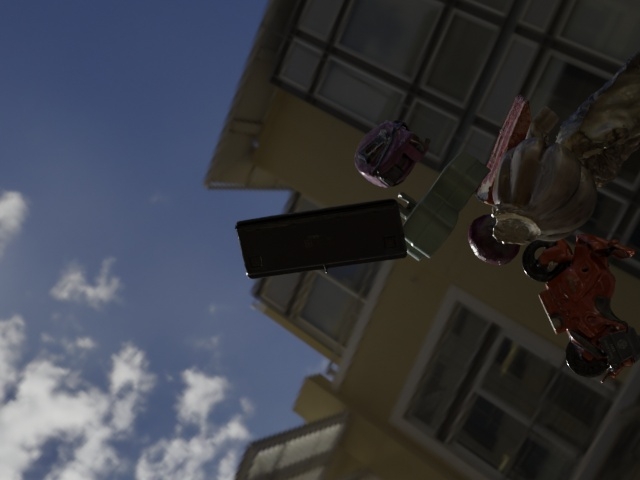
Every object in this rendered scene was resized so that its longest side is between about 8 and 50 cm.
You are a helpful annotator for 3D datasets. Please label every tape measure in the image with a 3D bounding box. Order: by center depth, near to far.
[{"bbox_3d":[0.123,-0.159,1.724,0.074,0.118,0.125,37,-88,-36],"label":"tape measure"}]

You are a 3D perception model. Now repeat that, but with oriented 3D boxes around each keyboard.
[{"bbox_3d":[0.000,0.000,1.308,0.025,0.230,0.093,-64,-36,-68],"label":"keyboard"}]

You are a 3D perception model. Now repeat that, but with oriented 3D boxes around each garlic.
[{"bbox_3d":[0.290,-0.084,1.221,0.131,0.127,0.194,61,-142,-43],"label":"garlic"}]

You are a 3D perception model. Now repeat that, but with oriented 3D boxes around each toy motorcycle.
[{"bbox_3d":[0.572,0.120,1.986,0.221,0.325,0.148,-24,-17,9],"label":"toy motorcycle"}]

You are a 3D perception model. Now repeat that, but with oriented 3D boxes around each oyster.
[{"bbox_3d":[0.498,-0.221,1.561,0.341,0.110,0.166,-41,-17,10],"label":"oyster"}]

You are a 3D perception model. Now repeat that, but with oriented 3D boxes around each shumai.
[{"bbox_3d":[0.662,-0.222,2.221,0.185,0.183,0.218,-16,-3,8],"label":"shumai"}]

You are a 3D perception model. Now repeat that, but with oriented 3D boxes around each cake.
[{"bbox_3d":[0.485,-0.192,2.235,0.158,0.160,0.262,-72,3,-77],"label":"cake"}]

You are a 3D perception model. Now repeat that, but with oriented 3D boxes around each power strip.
[{"bbox_3d":[0.233,-0.073,2.067,0.229,0.141,0.261,-56,-6,28],"label":"power strip"}]

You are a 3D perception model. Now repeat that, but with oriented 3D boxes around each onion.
[{"bbox_3d":[0.364,-0.004,1.998,0.115,0.115,0.104,-37,-3,-32],"label":"onion"}]
